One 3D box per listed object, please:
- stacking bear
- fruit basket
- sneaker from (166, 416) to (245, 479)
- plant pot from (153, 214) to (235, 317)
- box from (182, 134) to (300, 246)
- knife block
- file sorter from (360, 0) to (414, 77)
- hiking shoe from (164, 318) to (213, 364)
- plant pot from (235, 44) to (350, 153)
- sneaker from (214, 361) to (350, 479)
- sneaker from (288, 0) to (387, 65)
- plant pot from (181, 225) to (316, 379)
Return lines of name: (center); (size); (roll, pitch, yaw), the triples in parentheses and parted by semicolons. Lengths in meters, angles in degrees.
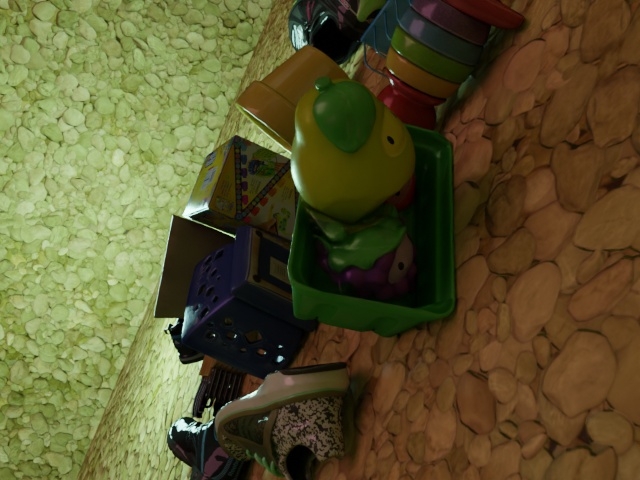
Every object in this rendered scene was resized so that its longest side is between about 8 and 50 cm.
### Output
stacking bear: (0.188, -0.301, 1.128); (0.175, 0.164, 0.289); (-101, 34, -57)
fruit basket: (0.076, -0.076, 0.965); (0.392, 0.283, 0.391); (-167, 90, -82)
sneaker: (-0.247, 0.467, 1.479); (0.341, 0.125, 0.139); (17, 77, 60)
plant pot: (-0.254, 0.085, 1.612); (0.256, 0.274, 0.256); (-170, 90, -78)
box: (-0.144, -0.094, 1.549); (0.290, 0.279, 0.176); (-5, 65, 67)
knife block: (-0.255, 0.318, 1.670); (0.242, 0.088, 0.275); (-57, 23, 24)
file sorter: (0.177, -0.420, 1.322); (0.170, 0.118, 0.104); (-47, 31, 44)
hiking shoe: (-0.312, 0.201, 1.782); (0.113, 0.132, 0.304); (-13, 25, 22)
plant pot: (-0.054, -0.367, 1.694); (0.239, 0.254, 0.254); (-52, 21, 1)
sneaker: (-0.075, 0.355, 1.132); (0.410, 0.158, 0.182); (-50, 43, 50)
sneaker: (0.007, -0.600, 1.843); (0.202, 0.185, 0.483); (-66, 19, -7)
plant pot: (-0.135, 0.123, 1.388); (0.212, 0.236, 0.235); (-46, 28, 30)
